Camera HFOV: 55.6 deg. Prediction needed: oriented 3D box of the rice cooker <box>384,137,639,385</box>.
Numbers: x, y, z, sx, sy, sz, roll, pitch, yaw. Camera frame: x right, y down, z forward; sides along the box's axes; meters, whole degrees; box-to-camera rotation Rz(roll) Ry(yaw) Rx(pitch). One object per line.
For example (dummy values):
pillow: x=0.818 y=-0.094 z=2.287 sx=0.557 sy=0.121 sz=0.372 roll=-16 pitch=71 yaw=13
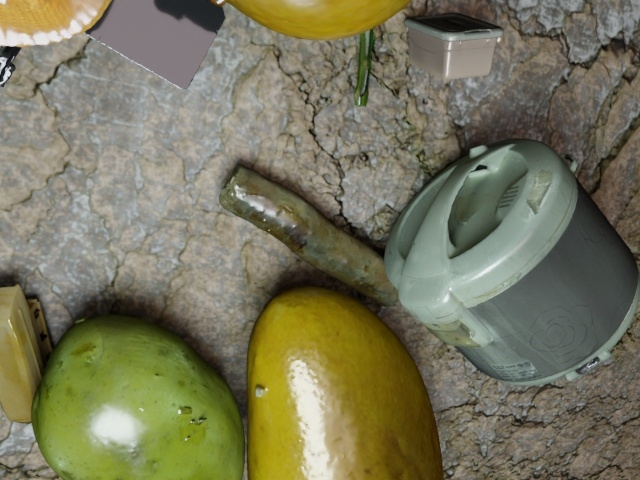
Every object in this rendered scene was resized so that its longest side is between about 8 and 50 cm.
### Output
rice cooker: x=0.247 y=0.028 z=0.823 sx=0.277 sy=0.288 sz=0.288 roll=42 pitch=89 yaw=-24

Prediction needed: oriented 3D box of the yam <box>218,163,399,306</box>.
yam: x=0.000 y=0.000 z=0.839 sx=0.317 sy=0.067 sz=0.071 roll=33 pitch=64 yaw=-25

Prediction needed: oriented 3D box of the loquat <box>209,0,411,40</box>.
loquat: x=-0.032 y=-0.350 z=0.588 sx=0.359 sy=0.328 sz=0.328 roll=-24 pitch=115 yaw=13

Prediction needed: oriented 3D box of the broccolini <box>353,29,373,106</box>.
broccolini: x=0.060 y=-0.300 z=0.775 sx=0.071 sy=0.057 sz=0.254 roll=6 pitch=105 yaw=22

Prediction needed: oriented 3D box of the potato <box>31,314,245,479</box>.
potato: x=-0.215 y=0.225 z=0.752 sx=0.216 sy=0.216 sz=0.304 roll=-37 pitch=129 yaw=-6

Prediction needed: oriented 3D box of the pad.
pad: x=-0.203 y=-0.264 z=0.716 sx=0.157 sy=0.003 sz=0.112 roll=28 pitch=96 yaw=-25

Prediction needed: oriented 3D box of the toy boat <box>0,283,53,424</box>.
toy boat: x=-0.366 y=0.143 z=0.743 sx=0.057 sy=0.077 sz=0.200 roll=-4 pitch=111 yaw=-1

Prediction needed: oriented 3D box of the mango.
mango: x=0.020 y=0.266 z=0.839 sx=0.301 sy=0.220 sz=0.445 roll=-33 pitch=109 yaw=-31

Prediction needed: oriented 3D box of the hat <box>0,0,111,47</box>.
hat: x=-0.237 y=-0.250 z=0.417 sx=0.244 sy=0.233 sz=0.233 roll=-21 pitch=114 yaw=-13

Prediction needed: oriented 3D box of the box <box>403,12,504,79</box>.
box: x=0.171 y=-0.255 z=0.796 sx=0.089 sy=0.122 sz=0.062 roll=-12 pitch=121 yaw=-17

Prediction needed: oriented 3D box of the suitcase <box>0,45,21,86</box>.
suitcase: x=-0.361 y=-0.296 z=0.565 sx=0.229 sy=0.152 sz=0.335 roll=32 pitch=94 yaw=-25
